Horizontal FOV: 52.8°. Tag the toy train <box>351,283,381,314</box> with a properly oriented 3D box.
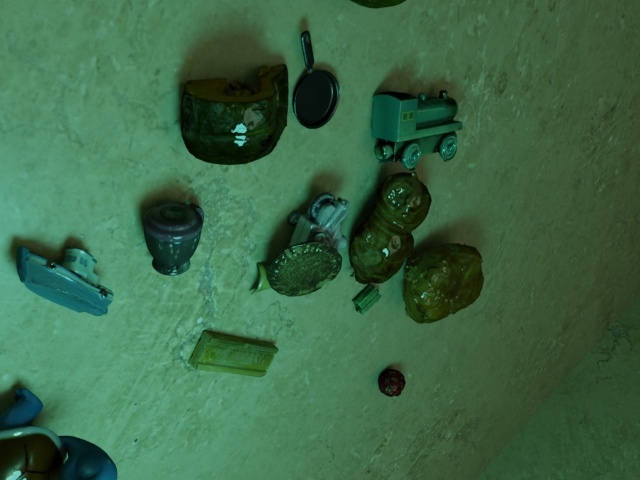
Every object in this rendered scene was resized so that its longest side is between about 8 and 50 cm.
[{"bbox_3d":[0.136,0.172,1.908,0.093,0.038,0.056,-42,131,-18],"label":"toy train"}]

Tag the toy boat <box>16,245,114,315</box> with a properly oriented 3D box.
[{"bbox_3d":[-0.476,0.064,1.212,0.215,0.088,0.102,39,50,-49],"label":"toy boat"}]

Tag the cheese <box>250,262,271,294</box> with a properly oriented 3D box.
[{"bbox_3d":[-0.137,0.101,1.586,0.060,0.041,0.084,8,106,-49],"label":"cheese"}]

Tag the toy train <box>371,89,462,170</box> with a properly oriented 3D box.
[{"bbox_3d":[0.256,-0.297,1.683,0.298,0.120,0.194,-17,117,-41],"label":"toy train"}]

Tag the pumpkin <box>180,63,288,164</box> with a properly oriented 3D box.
[{"bbox_3d":[-0.172,-0.263,1.302,0.280,0.190,0.139,-78,170,-59],"label":"pumpkin"}]

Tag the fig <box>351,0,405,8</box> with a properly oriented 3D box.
[{"bbox_3d":[0.118,-0.625,1.314,0.206,0.206,0.274,-3,101,-44],"label":"fig"}]

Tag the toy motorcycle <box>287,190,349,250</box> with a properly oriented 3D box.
[{"bbox_3d":[0.000,0.000,1.612,0.171,0.110,0.260,2,118,-45],"label":"toy motorcycle"}]

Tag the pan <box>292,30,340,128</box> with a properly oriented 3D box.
[{"bbox_3d":[-0.019,-0.358,1.435,0.136,0.028,0.235,-37,138,-24],"label":"pan"}]

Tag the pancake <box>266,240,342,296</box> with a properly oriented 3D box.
[{"bbox_3d":[-0.038,0.070,1.559,0.199,0.021,0.199,-12,140,-10],"label":"pancake"}]

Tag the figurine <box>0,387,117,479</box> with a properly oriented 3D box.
[{"bbox_3d":[-0.607,0.453,1.233,0.416,0.243,0.297,-14,135,-15],"label":"figurine"}]

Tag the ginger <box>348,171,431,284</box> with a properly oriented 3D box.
[{"bbox_3d":[0.189,-0.025,1.761,0.357,0.152,0.274,-64,168,11],"label":"ginger"}]

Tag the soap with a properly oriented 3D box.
[{"bbox_3d":[-0.214,0.292,1.631,0.252,0.037,0.092,22,98,-50],"label":"soap"}]

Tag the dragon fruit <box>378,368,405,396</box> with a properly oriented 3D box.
[{"bbox_3d":[0.246,0.479,2.183,0.094,0.094,0.190,-59,161,1],"label":"dragon fruit"}]

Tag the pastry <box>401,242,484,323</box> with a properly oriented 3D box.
[{"bbox_3d":[0.370,0.125,2.016,0.311,0.162,0.255,-11,119,-39],"label":"pastry"}]

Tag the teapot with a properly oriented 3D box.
[{"bbox_3d":[-0.303,-0.007,1.327,0.116,0.148,0.146,6,127,-9],"label":"teapot"}]
